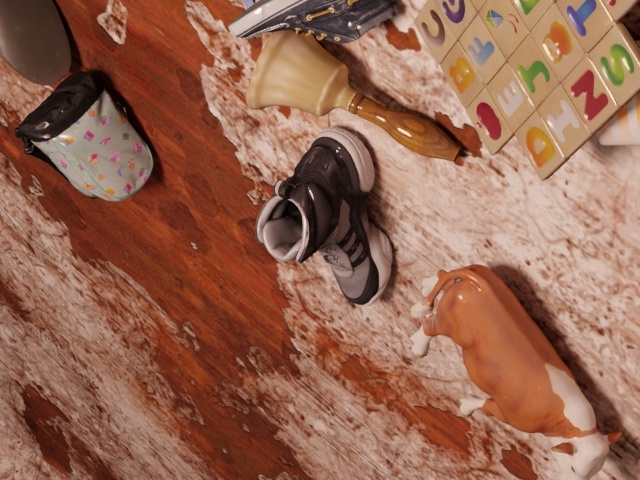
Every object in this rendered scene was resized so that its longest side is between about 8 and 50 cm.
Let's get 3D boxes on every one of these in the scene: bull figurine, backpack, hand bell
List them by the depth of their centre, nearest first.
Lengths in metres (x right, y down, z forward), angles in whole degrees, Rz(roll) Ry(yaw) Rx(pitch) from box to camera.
[{"bbox_3d":[0.051,-0.152,1.585,0.242,0.126,0.126,29,144,11],"label":"hand bell"},{"bbox_3d":[0.224,0.158,1.654,0.188,0.101,0.310,-12,113,58],"label":"bull figurine"},{"bbox_3d":[-0.333,-0.137,2.029,0.115,0.152,0.182,18,148,55],"label":"backpack"}]

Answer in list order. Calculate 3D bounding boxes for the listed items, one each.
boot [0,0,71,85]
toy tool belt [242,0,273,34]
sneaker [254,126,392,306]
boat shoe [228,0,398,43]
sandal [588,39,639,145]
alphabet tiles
[{"bbox_3d":[-0.469,-0.360,2.041,0.305,0.112,0.115,54,176,-7],"label":"boot"},{"bbox_3d":[-0.063,-0.285,1.624,0.051,0.052,0.083,-39,83,35],"label":"toy tool belt"},{"bbox_3d":[0.000,0.000,1.728,0.101,0.153,0.268,25,140,37],"label":"sneaker"},{"bbox_3d":[-0.008,-0.242,1.512,0.183,0.065,0.083,-23,109,23],"label":"boat shoe"},{"bbox_3d":[0.267,-0.135,1.320,0.265,0.076,0.102,16,134,44],"label":"sandal"},{"bbox_3d":[0.185,-0.220,1.310,0.285,0.011,0.342,61,157,11],"label":"alphabet tiles"}]
